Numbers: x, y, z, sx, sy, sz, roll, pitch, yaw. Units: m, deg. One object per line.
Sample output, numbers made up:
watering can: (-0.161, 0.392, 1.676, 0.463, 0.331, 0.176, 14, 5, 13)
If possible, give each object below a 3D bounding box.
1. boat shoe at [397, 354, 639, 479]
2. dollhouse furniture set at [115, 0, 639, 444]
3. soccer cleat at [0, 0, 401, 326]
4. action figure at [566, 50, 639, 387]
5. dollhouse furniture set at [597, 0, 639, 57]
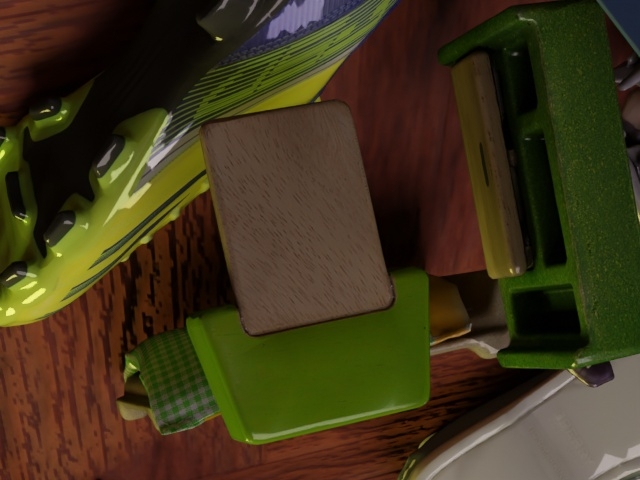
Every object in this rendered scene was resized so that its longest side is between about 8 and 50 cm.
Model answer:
boat shoe: (0.193, 0.114, 1.002, 0.319, 0.116, 0.099, -27, -176, -6)
dollhouse furniture set: (0.000, 0.000, 0.730, 0.198, 0.151, 0.301, -11, 179, -16)
soccer cleat: (-0.060, -0.051, 0.675, 0.121, 0.093, 0.289, 16, 128, -46)
action figure: (0.208, -0.033, 0.812, 0.185, 0.099, 0.285, -15, 143, -21)
dollhouse furniture set: (0.212, -0.106, 0.530, 0.198, 0.303, 0.286, -37, 154, 15)
